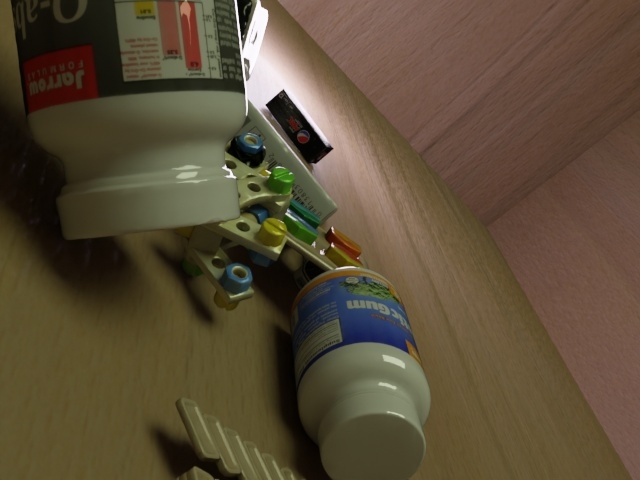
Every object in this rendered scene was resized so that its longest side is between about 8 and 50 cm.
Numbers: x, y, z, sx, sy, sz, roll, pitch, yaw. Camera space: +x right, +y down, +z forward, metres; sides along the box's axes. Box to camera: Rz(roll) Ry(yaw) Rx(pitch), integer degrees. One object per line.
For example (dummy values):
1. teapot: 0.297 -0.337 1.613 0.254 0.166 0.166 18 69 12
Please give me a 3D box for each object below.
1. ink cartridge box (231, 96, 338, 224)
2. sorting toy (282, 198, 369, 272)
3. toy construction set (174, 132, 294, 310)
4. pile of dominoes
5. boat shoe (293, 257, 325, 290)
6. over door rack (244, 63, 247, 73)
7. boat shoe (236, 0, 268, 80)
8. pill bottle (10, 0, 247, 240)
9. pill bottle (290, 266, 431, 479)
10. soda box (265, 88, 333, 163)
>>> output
1. ink cartridge box: -0.103 -0.141 1.488 0.308 0.091 0.385 50 -2 -1
2. sorting toy: 0.000 0.000 1.201 0.208 0.038 0.193 40 11 -8
3. toy construction set: -0.166 -0.083 1.014 0.328 0.151 0.215 44 39 -2
4. pile of dominoes: -0.049 0.265 0.746 0.251 0.040 0.196 48 12 -43
5. boat shoe: 0.016 0.035 1.366 0.078 0.070 0.219 49 15 -7
6. over door rack: -0.241 -0.288 1.063 0.324 0.108 0.239 28 6 -3
7. boat shoe: -0.180 -0.352 1.400 0.158 0.127 0.340 17 0 -2
8. pill bottle: -0.180 -0.190 0.813 0.210 0.210 0.362 -16 100 -74
9. pill bottle: 0.045 0.158 1.003 0.152 0.152 0.272 44 16 -24
10. soda box: -0.046 -0.251 1.883 0.169 0.060 0.053 54 17 10
